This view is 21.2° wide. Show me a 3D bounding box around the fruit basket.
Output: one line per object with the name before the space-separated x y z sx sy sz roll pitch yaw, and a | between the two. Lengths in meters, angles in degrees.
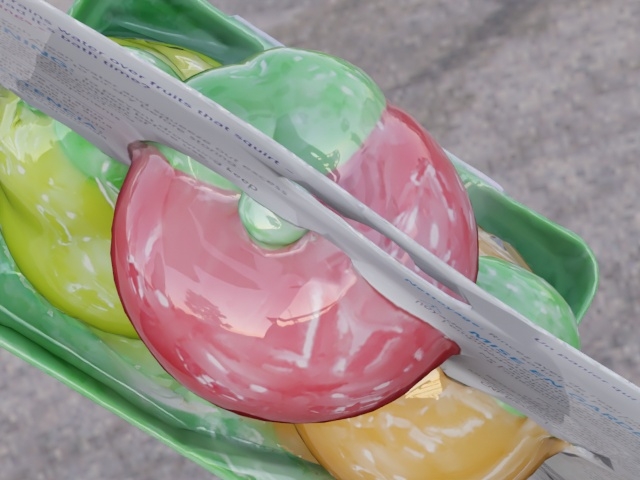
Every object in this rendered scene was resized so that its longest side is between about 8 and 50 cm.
fruit basket | 0.000 0.000 0.595 0.165 0.327 0.353 -60 7 -13
